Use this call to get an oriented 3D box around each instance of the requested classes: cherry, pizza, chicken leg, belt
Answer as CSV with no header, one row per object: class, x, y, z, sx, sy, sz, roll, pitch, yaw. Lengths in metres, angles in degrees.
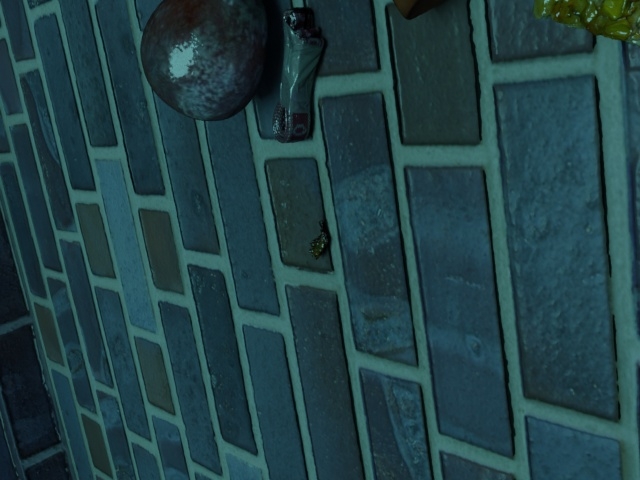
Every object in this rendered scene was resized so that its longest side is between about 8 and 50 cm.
cherry,-0.206,-0.326,1.355,0.236,0.213,0.285,48,128,12
pizza,0.322,-0.287,0.873,0.182,0.062,0.161,-36,80,49
chicken leg,0.001,0.002,1.409,0.036,0.021,0.083,53,139,34
belt,-0.039,-0.273,1.309,0.071,0.053,0.232,39,133,43

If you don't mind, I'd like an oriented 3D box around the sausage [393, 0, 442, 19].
sausage,0.096,-0.434,1.036,0.113,0.113,0.259,-34,81,51
